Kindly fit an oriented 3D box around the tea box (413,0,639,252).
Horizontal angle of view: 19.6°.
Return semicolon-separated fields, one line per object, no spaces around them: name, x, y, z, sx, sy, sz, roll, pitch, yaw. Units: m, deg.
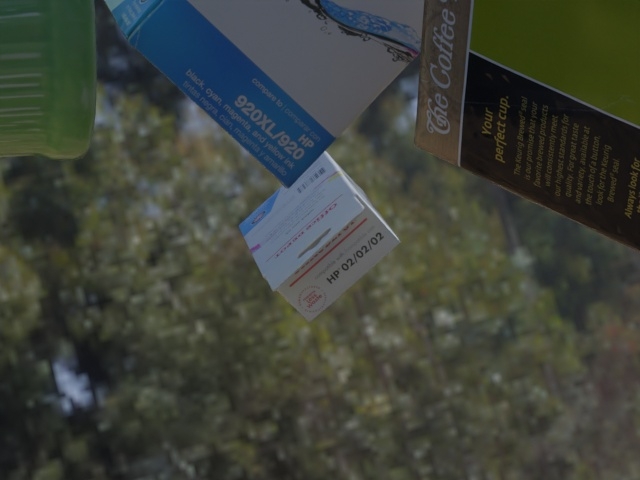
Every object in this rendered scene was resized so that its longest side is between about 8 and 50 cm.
tea box;0.251;-0.173;1.137;0.220;0.323;0.329;-42;-32;-38

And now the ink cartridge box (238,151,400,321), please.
ink cartridge box;0.000;0.000;1.564;0.104;0.061;0.181;-42;20;4

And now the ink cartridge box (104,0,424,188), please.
ink cartridge box;-0.015;-0.194;1.353;0.232;0.168;0.171;-46;22;5

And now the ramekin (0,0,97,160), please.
ramekin;-0.263;-0.197;1.320;0.148;0.303;0.303;-9;-13;-16
